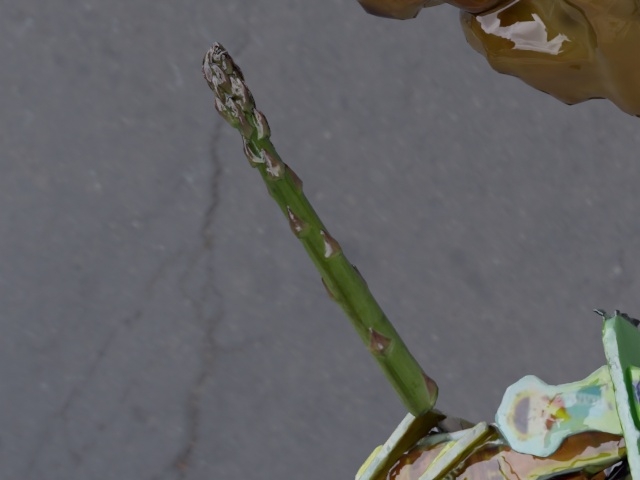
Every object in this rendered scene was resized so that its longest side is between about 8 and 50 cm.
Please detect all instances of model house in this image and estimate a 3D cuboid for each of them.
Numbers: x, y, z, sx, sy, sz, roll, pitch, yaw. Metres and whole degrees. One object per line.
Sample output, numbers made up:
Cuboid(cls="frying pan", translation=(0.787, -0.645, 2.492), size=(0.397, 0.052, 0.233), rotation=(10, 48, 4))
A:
Cuboid(cls="model house", translation=(0.122, 0.266, 1.264), size=(0.323, 0.300, 0.340), rotation=(-15, 70, 20))

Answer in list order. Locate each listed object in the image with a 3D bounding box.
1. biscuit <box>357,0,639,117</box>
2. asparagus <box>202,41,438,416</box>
Cuboid(cls="biscuit", translation=(0.068, -0.132, 0.288), size=(0.296, 0.296, 0.075), rotation=(-2, 37, 25))
Cuboid(cls="asparagus", translation=(0.000, 0.000, 0.987), size=(0.024, 0.248, 0.025), rotation=(-36, 29, -8))
